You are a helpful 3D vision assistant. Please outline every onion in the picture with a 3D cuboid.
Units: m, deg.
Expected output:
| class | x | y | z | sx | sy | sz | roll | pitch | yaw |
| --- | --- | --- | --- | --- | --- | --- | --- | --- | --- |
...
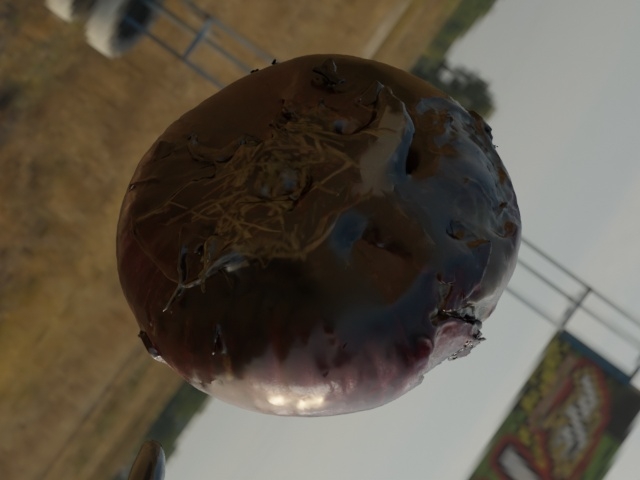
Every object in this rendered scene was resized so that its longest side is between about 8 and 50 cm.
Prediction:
| class | x | y | z | sx | sy | sz | roll | pitch | yaw |
| --- | --- | --- | --- | --- | --- | --- | --- | --- | --- |
| onion | 0.000 | 0.000 | 1.209 | 0.314 | 0.314 | 0.232 | -55 | 153 | -25 |

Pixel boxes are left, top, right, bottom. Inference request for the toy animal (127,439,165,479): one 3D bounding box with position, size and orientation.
| class | x | y | z | sx | sy | sz | roll | pitch | yaw |
| --- | --- | --- | --- | --- | --- | --- | --- | --- | --- |
| toy animal | -0.152 | 0.223 | 0.373 | 0.367 | 0.081 | 0.206 | -46 | -160 | 15 |
